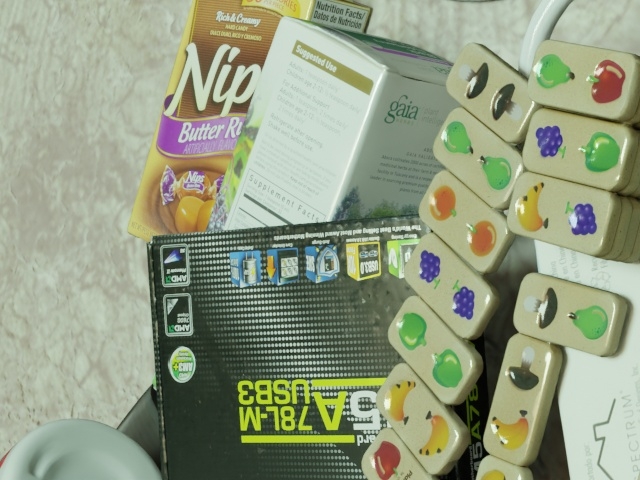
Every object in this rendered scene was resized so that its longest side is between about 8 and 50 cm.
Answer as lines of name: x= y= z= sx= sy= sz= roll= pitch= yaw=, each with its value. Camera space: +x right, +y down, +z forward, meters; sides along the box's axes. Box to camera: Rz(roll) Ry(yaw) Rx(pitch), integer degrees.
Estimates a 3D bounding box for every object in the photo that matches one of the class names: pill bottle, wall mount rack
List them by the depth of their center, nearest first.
wall mount rack: x=0.150 y=0.052 z=0.915 sx=0.304 sy=0.130 sz=0.350 roll=-20 pitch=68 yaw=39
pill bottle: x=-0.172 y=0.187 z=1.124 sx=0.180 sy=0.108 sz=0.108 roll=-42 pitch=58 yaw=46

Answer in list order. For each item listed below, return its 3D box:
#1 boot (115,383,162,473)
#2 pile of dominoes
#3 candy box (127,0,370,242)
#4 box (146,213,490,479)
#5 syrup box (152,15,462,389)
boot: x=-0.110 y=0.269 z=1.168 sx=0.264 sy=0.096 sz=0.280 roll=50 pitch=120 yaw=35
pile of dominoes: x=0.094 y=0.037 z=0.854 sx=0.196 sy=0.040 sz=0.251 roll=17 pitch=95 yaw=46
candy box: x=-0.047 y=-0.073 z=1.174 sx=0.109 sy=0.053 sz=0.186 roll=26 pitch=103 yaw=44
box: x=-0.002 y=0.082 z=0.999 sx=0.191 sy=0.045 sz=0.184 roll=-3 pitch=88 yaw=34
syrup box: x=0.000 y=0.000 z=1.089 sx=0.096 sy=0.093 sz=0.236 roll=32 pitch=107 yaw=42
